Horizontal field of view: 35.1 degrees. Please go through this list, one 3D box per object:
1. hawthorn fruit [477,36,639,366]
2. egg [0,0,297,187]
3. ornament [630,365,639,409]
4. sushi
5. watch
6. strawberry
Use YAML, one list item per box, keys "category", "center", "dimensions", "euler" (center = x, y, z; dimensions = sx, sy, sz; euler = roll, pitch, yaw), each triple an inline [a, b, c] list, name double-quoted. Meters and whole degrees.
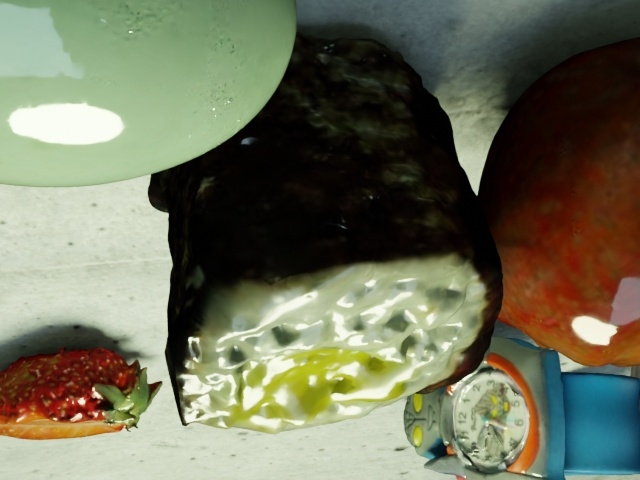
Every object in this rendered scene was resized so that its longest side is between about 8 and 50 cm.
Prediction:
- category: "hawthorn fruit"
  center: [0.292, -0.041, 0.958]
  dimensions: [0.308, 0.325, 0.308]
  euler: [13, -178, 0]
- category: "egg"
  center: [-0.196, -0.173, 0.640]
  dimensions: [0.389, 0.276, 0.276]
  euler: [13, 137, -30]
- category: "ornament"
  center: [0.521, 0.199, 1.411]
  dimensions: [0.177, 0.177, 0.177]
  euler: [-7, 143, -6]
- category: "sushi"
  center: [0.000, -0.003, 0.903]
  dimensions: [0.299, 0.294, 0.281]
  euler: [9, 135, -27]
- category: "watch"
  center: [0.279, 0.259, 1.392]
  dimensions: [0.274, 0.241, 0.305]
  euler: [9, 168, -35]
- category: "strawberry"
  center: [-0.325, 0.188, 1.236]
  dimensions: [0.228, 0.098, 0.174]
  euler: [-10, 161, 17]
